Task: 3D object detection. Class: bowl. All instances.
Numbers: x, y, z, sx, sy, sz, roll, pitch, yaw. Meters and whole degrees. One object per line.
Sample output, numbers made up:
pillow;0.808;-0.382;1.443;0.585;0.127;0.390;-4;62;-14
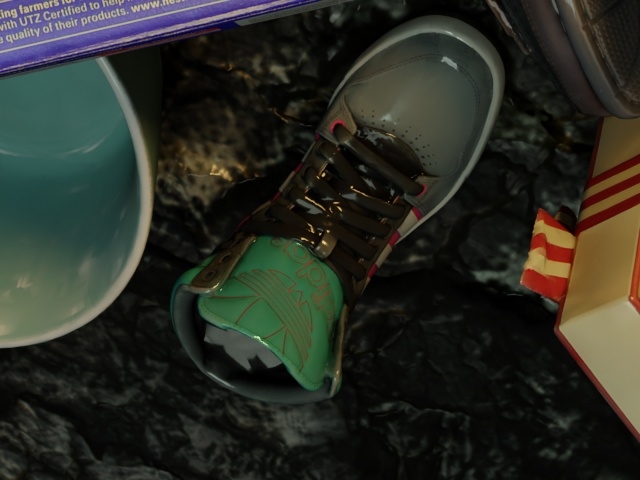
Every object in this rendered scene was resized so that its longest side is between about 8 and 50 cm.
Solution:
bowl;-0.224;-0.100;0.831;0.312;0.163;0.311;10;126;13

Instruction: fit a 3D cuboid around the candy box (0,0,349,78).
candy box;-0.135;-0.242;0.604;0.268;0.122;0.317;-12;98;1

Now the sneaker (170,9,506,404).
sneaker;0.000;0.000;0.814;0.124;0.178;0.295;33;128;-6

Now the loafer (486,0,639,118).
loafer;0.102;-0.203;0.699;0.095;0.109;0.302;-3;119;44

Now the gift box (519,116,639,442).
gift box;0.267;0.030;0.692;0.258;0.276;0.255;-28;106;34
